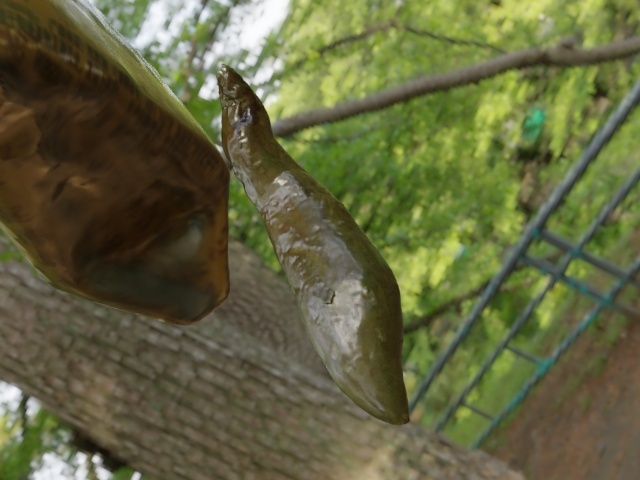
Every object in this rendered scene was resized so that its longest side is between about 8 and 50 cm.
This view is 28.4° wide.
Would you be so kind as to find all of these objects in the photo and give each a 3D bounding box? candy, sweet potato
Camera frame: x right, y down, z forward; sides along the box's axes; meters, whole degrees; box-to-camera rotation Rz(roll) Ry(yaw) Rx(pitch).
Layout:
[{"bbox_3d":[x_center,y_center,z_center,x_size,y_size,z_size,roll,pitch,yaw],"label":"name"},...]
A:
[{"bbox_3d":[-0.129,-0.065,0.530,0.101,0.143,0.271,-39,-31,-1],"label":"candy"},{"bbox_3d":[-0.001,0.002,0.472,0.038,0.153,0.041,-23,-22,-12],"label":"sweet potato"}]
